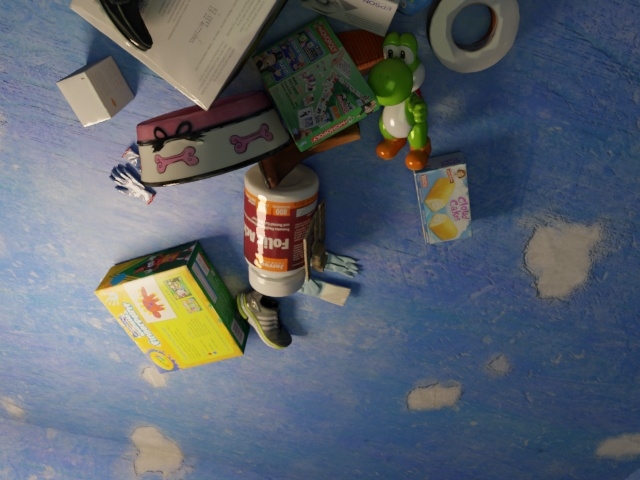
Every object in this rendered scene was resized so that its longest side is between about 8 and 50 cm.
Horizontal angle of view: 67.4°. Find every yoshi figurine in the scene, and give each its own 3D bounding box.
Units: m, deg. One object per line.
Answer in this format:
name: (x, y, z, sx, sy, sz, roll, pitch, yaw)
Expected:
yoshi figurine: (0.192, -0.340, 1.237, 0.204, 0.203, 0.362, -14, 138, 3)

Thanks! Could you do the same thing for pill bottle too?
pill bottle: (-0.130, -0.030, 1.507, 0.224, 0.224, 0.392, 6, 124, 0)

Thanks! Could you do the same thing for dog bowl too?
dog bowl: (-0.290, -0.278, 1.257, 0.408, 0.408, 0.150, -10, 112, 11)

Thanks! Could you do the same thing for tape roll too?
tape roll: (0.381, -0.543, 1.210, 0.219, 0.072, 0.219, 2, 126, 3)

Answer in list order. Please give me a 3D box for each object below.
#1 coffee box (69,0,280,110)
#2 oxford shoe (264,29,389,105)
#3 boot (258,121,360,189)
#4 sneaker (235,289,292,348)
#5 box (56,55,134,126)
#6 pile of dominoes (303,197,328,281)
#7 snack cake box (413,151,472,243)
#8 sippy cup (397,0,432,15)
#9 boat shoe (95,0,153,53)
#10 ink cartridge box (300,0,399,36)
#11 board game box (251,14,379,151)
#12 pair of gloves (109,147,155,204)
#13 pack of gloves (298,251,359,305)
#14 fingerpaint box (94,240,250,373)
coffee box: (-0.266, -0.570, 1.073, 0.338, 0.334, 0.337, 36, 120, -16)
oxford shoe: (0.035, -0.451, 1.293, 0.364, 0.130, 0.133, -17, 155, 8)
boot: (-0.021, -0.244, 1.330, 0.280, 0.264, 0.096, -11, 114, 14)
sneaker: (-0.190, 0.297, 1.814, 0.121, 0.111, 0.300, -29, 120, 17)
box: (-0.607, -0.409, 1.311, 0.091, 0.170, 0.130, -14, 122, 13)
pile of dominoes: (0.000, 0.000, 1.501, 0.040, 0.196, 0.251, 14, 146, 10)
snack cake box: (0.380, -0.127, 1.488, 0.152, 0.089, 0.264, -10, 124, 12)
sippy cup: (0.178, -0.644, 1.075, 0.224, 0.305, 0.240, 33, 91, -31)
boat shoe: (-0.379, -0.472, 0.899, 0.079, 0.084, 0.233, -15, 117, 17)
ink cartridge box: (0.063, -0.552, 1.123, 0.223, 0.224, 0.045, 19, 89, -2)
board game box: (-0.020, -0.391, 1.178, 0.213, 0.317, 0.046, -28, 153, 5)
pair of gloves: (-0.578, -0.209, 1.539, 0.159, 0.023, 0.198, 36, 121, -21)
pack of gloves: (0.012, 0.116, 1.723, 0.232, 0.046, 0.195, 19, 112, -13)
fingerpaint box: (-0.527, 0.258, 1.773, 0.371, 0.163, 0.444, -16, 122, 14)
